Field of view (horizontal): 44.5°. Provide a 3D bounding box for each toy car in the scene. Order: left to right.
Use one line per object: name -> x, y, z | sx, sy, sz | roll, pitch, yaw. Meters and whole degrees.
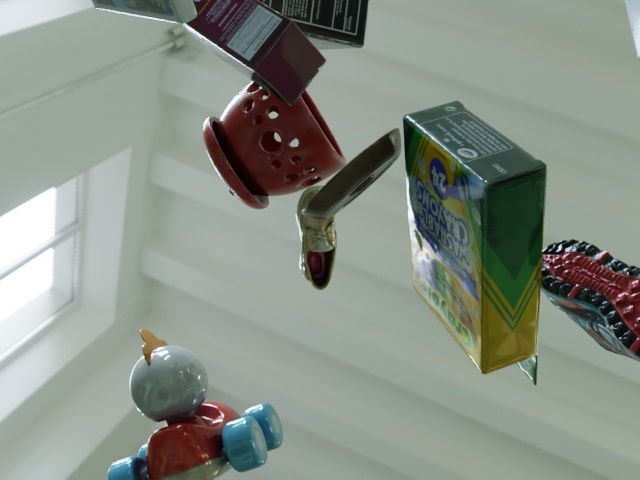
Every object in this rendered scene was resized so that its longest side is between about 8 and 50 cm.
toy car -> -0.205, 0.237, 1.156 | 0.219, 0.210, 0.238 | -20, -95, 9

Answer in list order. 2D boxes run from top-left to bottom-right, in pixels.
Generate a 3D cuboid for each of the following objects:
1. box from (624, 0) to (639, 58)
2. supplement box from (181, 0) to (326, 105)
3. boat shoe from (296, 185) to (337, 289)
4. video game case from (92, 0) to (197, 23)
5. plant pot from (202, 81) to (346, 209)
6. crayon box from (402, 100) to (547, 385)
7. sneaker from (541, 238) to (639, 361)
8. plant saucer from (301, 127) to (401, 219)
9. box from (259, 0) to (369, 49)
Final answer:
box -> 0.591, -0.364, 1.192 | 0.182, 0.181, 0.119 | -15, -83, 2
supplement box -> -0.097, -0.271, 1.043 | 0.188, 0.104, 0.081 | 39, -88, 32
boat shoe -> 0.000, 0.000, 1.176 | 0.063, 0.059, 0.170 | -12, -54, -14
video game case -> -0.198, -0.298, 0.722 | 0.201, 0.023, 0.183 | 25, -38, 48
plant pot -> -0.077, -0.157, 1.234 | 0.174, 0.191, 0.191 | -30, -79, 11
crayon box -> 0.188, 0.016, 0.979 | 0.083, 0.203, 0.323 | -17, -56, -13
sneaker -> 0.381, 0.091, 0.951 | 0.104, 0.262, 0.125 | -45, -50, -1
plant saucer -> 0.048, -0.081, 1.023 | 0.029, 0.168, 0.168 | 48, -55, 4
box -> -0.071, -0.497, 1.343 | 0.183, 0.294, 0.296 | 16, -79, 54
